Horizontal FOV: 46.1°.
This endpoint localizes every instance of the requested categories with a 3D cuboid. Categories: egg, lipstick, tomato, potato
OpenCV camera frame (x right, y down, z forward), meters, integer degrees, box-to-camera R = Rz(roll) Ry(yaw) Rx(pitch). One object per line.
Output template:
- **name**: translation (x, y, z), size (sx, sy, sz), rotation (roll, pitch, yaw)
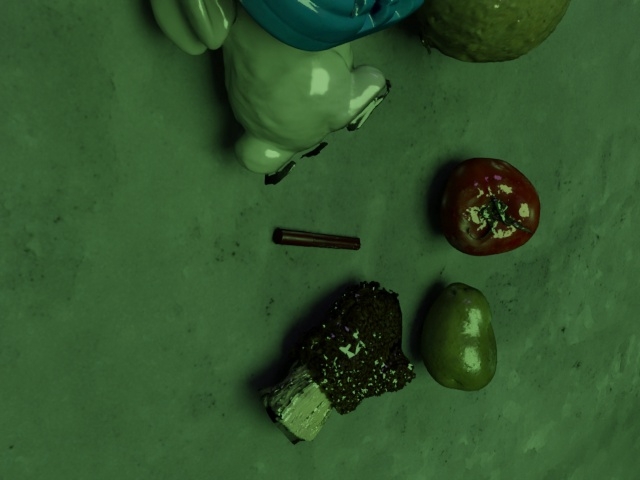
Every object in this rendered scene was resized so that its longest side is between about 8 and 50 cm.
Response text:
- **egg**: translation (0.252, -0.399, 1.119), size (0.310, 0.279, 0.279), rotation (3, 106, -68)
- **lipstick**: translation (0.000, 0.001, 1.222), size (0.176, 0.027, 0.027), rotation (6, 102, -40)
- **tomato**: translation (0.301, -0.064, 1.343), size (0.186, 0.151, 0.187), rotation (2, 106, 7)
- **potato**: translation (0.263, 0.177, 1.407), size (0.157, 0.157, 0.194), rotation (-12, 114, -34)

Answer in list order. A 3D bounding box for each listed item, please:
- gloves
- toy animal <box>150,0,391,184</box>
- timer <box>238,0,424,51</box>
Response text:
- **gloves**: translation (0.041, 0.205, 1.256), size (0.312, 0.135, 0.210), rotation (-51, 125, -14)
- **toy animal**: translation (-0.088, -0.275, 0.961), size (0.357, 0.193, 0.258), rotation (46, 73, -28)
- **timer**: translation (-0.003, -0.391, 0.886), size (0.340, 0.115, 0.309), rotation (-34, 99, -48)
